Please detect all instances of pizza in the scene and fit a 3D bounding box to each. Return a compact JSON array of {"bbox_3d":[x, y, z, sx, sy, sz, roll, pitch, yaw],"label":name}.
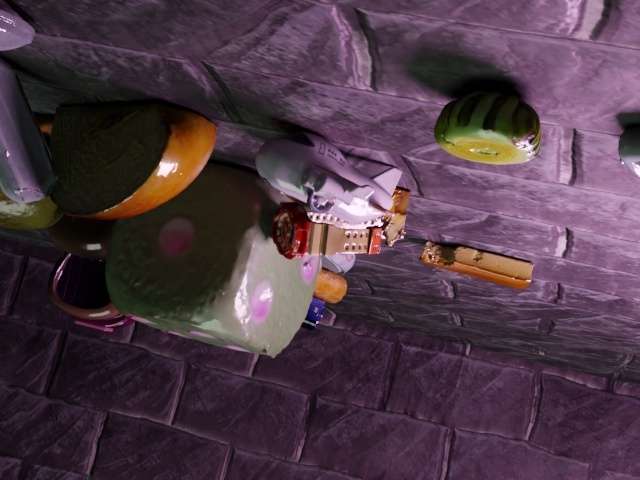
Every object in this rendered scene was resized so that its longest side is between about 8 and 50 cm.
[{"bbox_3d":[-0.121,0.039,2.400,0.409,0.114,0.278,28,175,-16],"label":"pizza"}]

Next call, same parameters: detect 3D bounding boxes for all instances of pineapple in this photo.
[{"bbox_3d":[0.127,-0.045,1.788,0.077,0.114,0.114,-10,164,22],"label":"pineapple"}]

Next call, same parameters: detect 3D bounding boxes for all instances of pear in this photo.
[{"bbox_3d":[-0.627,-0.119,2.151,0.211,0.188,0.228,12,172,-2],"label":"pear"}]

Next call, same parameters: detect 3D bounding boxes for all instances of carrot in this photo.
[{"bbox_3d":[-0.513,-0.216,1.921,0.165,0.035,0.036,6,167,28],"label":"carrot"}]

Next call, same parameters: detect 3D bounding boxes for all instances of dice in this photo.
[{"bbox_3d":[-0.200,0.038,2.037,0.322,0.318,0.330,10,168,28],"label":"dice"}]

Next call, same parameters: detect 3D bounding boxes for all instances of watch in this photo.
[{"bbox_3d":[0.044,-0.015,1.892,0.268,0.102,0.165,3,-167,-22],"label":"watch"}]

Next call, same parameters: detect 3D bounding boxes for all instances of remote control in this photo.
[{"bbox_3d":[-0.491,-0.174,1.645,0.052,0.104,0.247,-1,120,34],"label":"remote control"}]

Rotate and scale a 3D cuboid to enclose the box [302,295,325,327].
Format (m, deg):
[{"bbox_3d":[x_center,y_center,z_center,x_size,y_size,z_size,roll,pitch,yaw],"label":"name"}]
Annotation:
[{"bbox_3d":[-0.118,0.129,2.377,0.259,0.071,0.168,22,171,2],"label":"box"}]

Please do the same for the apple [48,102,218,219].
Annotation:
[{"bbox_3d":[-0.326,-0.142,1.727,0.346,0.179,0.254,6,-154,42],"label":"apple"}]

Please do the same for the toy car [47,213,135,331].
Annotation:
[{"bbox_3d":[-0.503,0.031,2.355,0.271,0.340,0.240,10,177,16],"label":"toy car"}]

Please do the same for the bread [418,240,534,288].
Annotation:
[{"bbox_3d":[0.315,0.046,2.115,0.226,0.049,0.088,15,170,5],"label":"bread"}]

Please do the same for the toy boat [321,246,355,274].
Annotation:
[{"bbox_3d":[0.000,0.000,2.278,0.208,0.078,0.134,36,165,-38],"label":"toy boat"}]

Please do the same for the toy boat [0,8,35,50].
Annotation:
[{"bbox_3d":[-0.520,-0.305,1.324,0.320,0.092,0.141,13,171,-32],"label":"toy boat"}]

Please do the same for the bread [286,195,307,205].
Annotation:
[{"bbox_3d":[-0.002,-0.086,1.830,0.115,0.056,0.082,22,-168,31],"label":"bread"}]

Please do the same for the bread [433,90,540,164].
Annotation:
[{"bbox_3d":[0.203,-0.136,1.246,0.130,0.071,0.139,16,171,7],"label":"bread"}]

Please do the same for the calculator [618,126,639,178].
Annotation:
[{"bbox_3d":[0.462,-0.091,1.206,0.246,0.045,0.141,6,166,42],"label":"calculator"}]

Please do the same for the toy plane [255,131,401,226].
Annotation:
[{"bbox_3d":[0.012,-0.099,1.614,0.245,0.117,0.244,26,-175,-2],"label":"toy plane"}]
